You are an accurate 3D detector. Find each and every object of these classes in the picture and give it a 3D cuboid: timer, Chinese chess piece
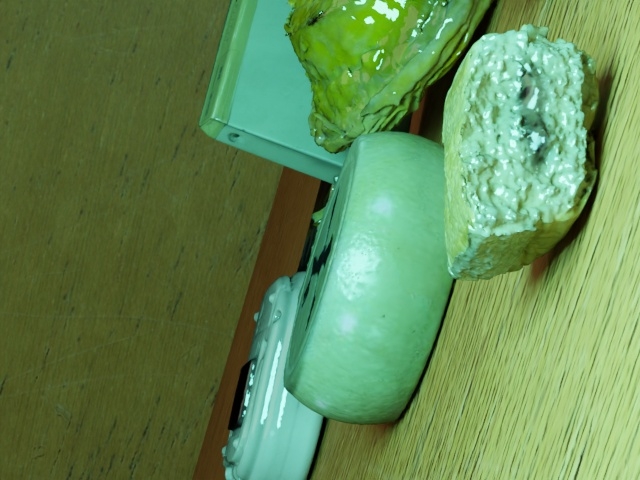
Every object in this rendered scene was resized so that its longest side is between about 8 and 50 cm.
[{"bbox_3d":[-0.042,0.155,1.917,0.262,0.087,0.237,129,156,-78],"label":"timer"},{"bbox_3d":[0.041,0.029,1.404,0.238,0.092,0.238,-165,90,-86],"label":"Chinese chess piece"}]

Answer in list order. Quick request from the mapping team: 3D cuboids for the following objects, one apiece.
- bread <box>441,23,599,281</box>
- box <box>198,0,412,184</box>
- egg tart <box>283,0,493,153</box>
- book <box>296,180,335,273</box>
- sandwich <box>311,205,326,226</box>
[{"bbox_3d":[0.108,-0.045,0.993,0.106,0.082,0.125,89,-176,-71],"label":"bread"},{"bbox_3d":[0.009,-0.181,1.719,0.045,0.211,0.270,132,153,-56],"label":"box"},{"bbox_3d":[0.054,-0.217,1.560,0.295,0.116,0.295,-54,16,23],"label":"egg tart"},{"bbox_3d":[0.000,0.000,2.276,0.262,0.028,0.374,126,159,-80],"label":"book"},{"bbox_3d":[0.035,-0.027,1.919,0.083,0.044,0.031,-31,19,6],"label":"sandwich"}]
